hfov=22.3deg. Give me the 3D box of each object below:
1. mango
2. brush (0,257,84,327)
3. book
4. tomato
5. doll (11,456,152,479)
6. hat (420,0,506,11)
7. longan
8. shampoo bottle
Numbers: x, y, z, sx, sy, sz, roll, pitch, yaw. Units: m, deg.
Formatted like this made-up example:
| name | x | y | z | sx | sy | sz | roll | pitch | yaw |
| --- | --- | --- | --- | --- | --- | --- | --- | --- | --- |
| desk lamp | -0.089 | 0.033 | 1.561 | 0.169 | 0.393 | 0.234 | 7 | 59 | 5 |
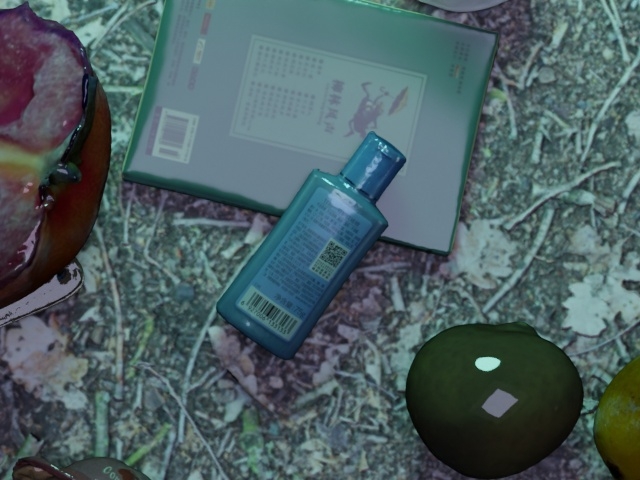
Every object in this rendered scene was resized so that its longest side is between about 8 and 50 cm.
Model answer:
| name | x | y | z | sx | sy | sz | roll | pitch | yaw |
| --- | --- | --- | --- | --- | --- | --- | --- | --- | --- |
| mango | 0.446 | 0.194 | 1.755 | 0.316 | 0.146 | 0.193 | -6 | 87 | -18 |
| brush | -0.405 | 0.104 | 1.753 | 0.327 | 0.065 | 0.070 | -29 | 85 | -6 |
| book | -0.008 | -0.149 | 1.805 | 0.379 | 0.031 | 0.264 | 14 | 86 | -2 |
| tomato | -0.354 | -0.083 | 1.718 | 0.289 | 0.176 | 0.335 | 16 | 85 | 19 |
| doll | -0.276 | 0.336 | 1.700 | 0.196 | 0.152 | 0.256 | 41 | 81 | -13 |
| hat | 0.163 | -0.354 | 1.782 | 0.203 | 0.126 | 0.203 | 0 | 86 | -7 |
| longan | 0.184 | 0.168 | 1.729 | 0.189 | 0.189 | 0.189 | 0 | 86 | -3 |
| shampoo bottle | 0.000 | 0.000 | 1.756 | 0.104 | 0.061 | 0.258 | 36 | 97 | -4 |
